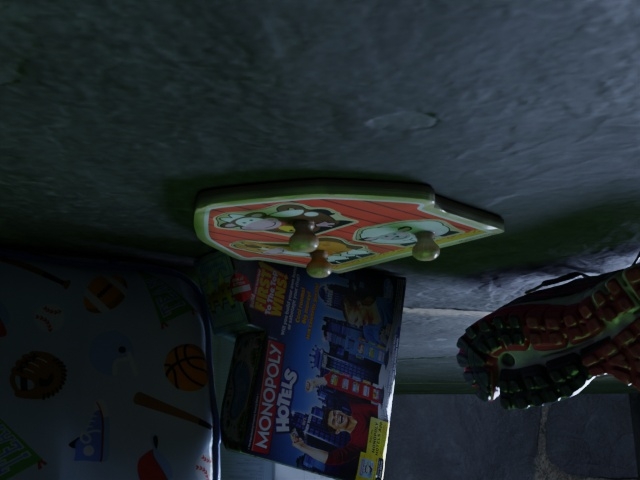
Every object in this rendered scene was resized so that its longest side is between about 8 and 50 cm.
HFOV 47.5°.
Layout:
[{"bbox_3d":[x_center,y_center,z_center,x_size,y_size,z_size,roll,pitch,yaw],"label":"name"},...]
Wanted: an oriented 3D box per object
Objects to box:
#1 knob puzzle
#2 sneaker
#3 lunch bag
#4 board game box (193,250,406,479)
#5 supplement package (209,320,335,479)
[{"bbox_3d":[0.000,0.000,0.496,0.213,0.030,0.213,0,165,0],"label":"knob puzzle"},{"bbox_3d":[0.265,0.066,0.639,0.299,0.121,0.112,-15,-171,41],"label":"sneaker"},{"bbox_3d":[-0.204,0.151,0.560,0.243,0.304,0.115,6,151,-28],"label":"lunch bag"},{"bbox_3d":[-0.024,0.092,0.616,0.194,0.194,0.060,26,151,-31],"label":"board game box"},{"bbox_3d":[-0.034,0.174,0.734,0.133,0.244,0.139,11,162,-38],"label":"supplement package"}]
